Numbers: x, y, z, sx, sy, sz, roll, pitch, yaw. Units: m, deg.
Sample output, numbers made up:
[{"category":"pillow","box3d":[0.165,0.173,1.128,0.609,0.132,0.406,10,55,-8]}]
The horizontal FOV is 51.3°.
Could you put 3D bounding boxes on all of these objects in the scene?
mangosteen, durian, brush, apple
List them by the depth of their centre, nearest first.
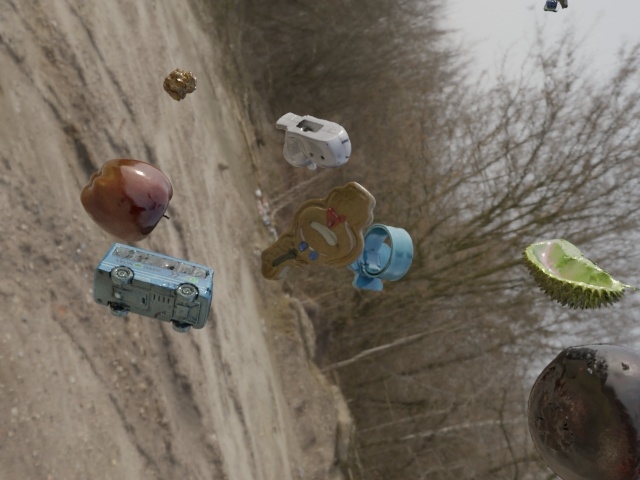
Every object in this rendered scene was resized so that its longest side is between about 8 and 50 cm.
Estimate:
[{"category":"mangosteen","box3d":[0.552,0.333,1.272,0.297,0.293,0.297,54,-23,35]},{"category":"brush","box3d":[0.538,-0.573,1.519,0.178,0.033,0.030,-61,146,-38]},{"category":"apple","box3d":[-0.506,-0.109,1.770,0.234,0.234,0.234,-16,90,-89]},{"category":"durian","box3d":[0.677,0.088,1.827,0.157,0.169,0.355,46,2,-30]}]

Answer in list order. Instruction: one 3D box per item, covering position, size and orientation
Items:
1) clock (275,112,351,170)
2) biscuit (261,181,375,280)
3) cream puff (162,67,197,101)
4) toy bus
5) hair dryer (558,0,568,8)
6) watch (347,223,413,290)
[{"category":"clock","box3d":[-0.011,-0.196,1.434,0.080,0.176,0.117,-47,145,-34]},{"category":"biscuit","box3d":[-0.007,-0.006,1.563,0.047,0.320,0.183,26,40,-67]},{"category":"cream puff","box3d":[-0.487,-0.540,2.318,0.094,0.122,0.116,43,-35,-1]},{"category":"toy bus","box3d":[-0.351,0.098,1.435,0.134,0.246,0.113,-80,-175,-52]},{"category":"hair dryer","box3d":[0.434,-0.531,1.236,0.173,0.050,0.194,69,12,-59]},{"category":"watch","box3d":[0.193,0.051,2.074,0.193,0.211,0.211,-24,-101,49]}]
